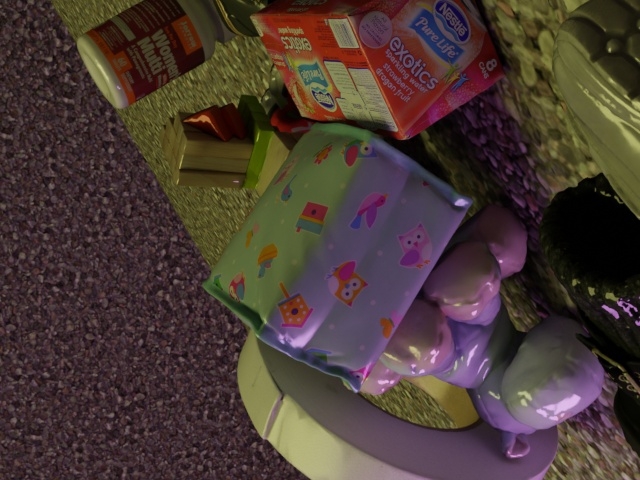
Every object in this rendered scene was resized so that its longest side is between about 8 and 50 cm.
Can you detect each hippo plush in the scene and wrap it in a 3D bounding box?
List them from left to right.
[{"bbox_3d":[0.162,0.135,1.130,0.236,0.234,0.294,46,148,-3],"label":"hippo plush"}]

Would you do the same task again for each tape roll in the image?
[{"bbox_3d":[0.092,0.183,1.249,0.392,0.392,0.072,45,124,39],"label":"tape roll"}]

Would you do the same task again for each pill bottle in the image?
[{"bbox_3d":[-0.231,-0.295,1.527,0.121,0.221,0.121,52,165,19],"label":"pill bottle"}]

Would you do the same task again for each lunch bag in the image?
[{"bbox_3d":[0.000,0.000,1.056,0.160,0.223,0.262,31,179,-23],"label":"lunch bag"}]

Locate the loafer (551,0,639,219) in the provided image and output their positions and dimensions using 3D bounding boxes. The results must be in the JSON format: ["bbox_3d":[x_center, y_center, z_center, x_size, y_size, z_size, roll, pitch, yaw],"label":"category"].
[{"bbox_3d":[0.267,-0.029,0.686,0.319,0.112,0.111,59,173,24],"label":"loafer"}]

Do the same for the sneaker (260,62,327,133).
[{"bbox_3d":[-0.004,-0.170,1.302,0.118,0.107,0.279,42,169,4],"label":"sneaker"}]

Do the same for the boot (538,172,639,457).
[{"bbox_3d":[0.307,0.105,0.783,0.348,0.131,0.260,35,155,57],"label":"boot"}]

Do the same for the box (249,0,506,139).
[{"bbox_3d":[0.047,-0.192,1.017,0.128,0.123,0.257,62,165,-21],"label":"box"}]

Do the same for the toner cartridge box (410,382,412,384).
[{"bbox_3d":[0.080,0.042,1.535,0.347,0.075,0.165,56,167,5],"label":"toner cartridge box"}]

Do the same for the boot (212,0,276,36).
[{"bbox_3d":[-0.105,-0.341,1.335,0.198,0.077,0.137,50,168,-35],"label":"boot"}]

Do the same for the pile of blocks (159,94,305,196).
[{"bbox_3d":[-0.010,-0.106,1.249,0.149,0.362,0.112,-82,11,-57],"label":"pile of blocks"}]
